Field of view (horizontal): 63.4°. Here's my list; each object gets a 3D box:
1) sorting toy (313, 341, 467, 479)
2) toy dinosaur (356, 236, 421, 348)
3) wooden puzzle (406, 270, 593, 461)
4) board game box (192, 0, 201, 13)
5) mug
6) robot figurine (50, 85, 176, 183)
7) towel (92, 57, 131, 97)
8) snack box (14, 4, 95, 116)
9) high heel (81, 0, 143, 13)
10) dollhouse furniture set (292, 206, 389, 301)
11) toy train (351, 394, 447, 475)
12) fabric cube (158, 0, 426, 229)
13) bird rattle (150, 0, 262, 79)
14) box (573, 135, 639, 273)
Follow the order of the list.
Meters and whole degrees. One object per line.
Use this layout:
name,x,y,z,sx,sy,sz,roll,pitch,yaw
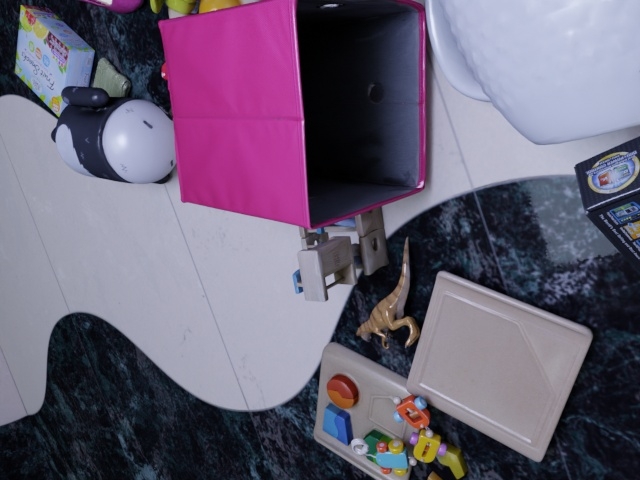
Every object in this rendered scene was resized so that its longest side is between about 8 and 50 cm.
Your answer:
sorting toy,0.116,0.341,0.925,0.307,0.041,0.229,22,117,30
toy dinosaur,0.117,0.113,0.835,0.112,0.064,0.211,43,126,20
wooden puzzle,0.252,0.181,0.766,0.221,0.044,0.238,23,118,29
board game box,-0.253,-0.506,0.932,0.154,0.026,0.103,53,128,11
mug,0.226,-0.270,0.519,0.374,0.276,0.328,4,113,69
robot figurine,-0.417,-0.209,1.062,0.278,0.209,0.173,11,98,29
towel,-0.474,-0.321,1.163,0.110,0.027,0.148,43,127,19
snack box,-0.630,-0.420,1.220,0.207,0.070,0.174,43,126,19
high heel,-0.464,-0.510,1.033,0.244,0.117,0.082,31,121,26
dollhouse furniture set,0.000,0.000,0.807,0.129,0.184,0.129,-1,104,38
toy train,0.134,0.315,0.852,0.125,0.046,0.166,42,119,-2
fabric cube,-0.030,-0.181,0.712,0.258,0.254,0.259,13,114,41
bird rattle,-0.191,-0.359,0.864,0.207,0.143,0.253,-6,116,16
box,0.399,-0.023,0.468,0.270,0.060,0.216,33,139,-32
